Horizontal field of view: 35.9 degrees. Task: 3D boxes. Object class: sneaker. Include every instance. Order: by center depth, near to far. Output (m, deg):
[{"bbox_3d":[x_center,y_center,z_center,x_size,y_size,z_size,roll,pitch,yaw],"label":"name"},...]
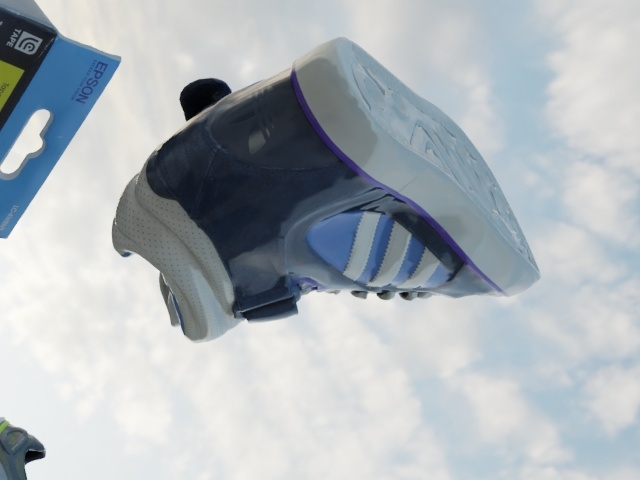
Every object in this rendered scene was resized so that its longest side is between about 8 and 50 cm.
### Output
[{"bbox_3d":[0.000,0.000,0.729,0.236,0.323,0.130,-32,-125,20],"label":"sneaker"},{"bbox_3d":[-0.501,0.391,1.466,0.121,0.300,0.111,22,-43,-8],"label":"sneaker"}]

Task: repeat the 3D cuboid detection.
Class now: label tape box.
[{"bbox_3d":[-0.402,-0.163,0.914,0.249,0.348,0.115,-50,-137,23],"label":"label tape box"}]
